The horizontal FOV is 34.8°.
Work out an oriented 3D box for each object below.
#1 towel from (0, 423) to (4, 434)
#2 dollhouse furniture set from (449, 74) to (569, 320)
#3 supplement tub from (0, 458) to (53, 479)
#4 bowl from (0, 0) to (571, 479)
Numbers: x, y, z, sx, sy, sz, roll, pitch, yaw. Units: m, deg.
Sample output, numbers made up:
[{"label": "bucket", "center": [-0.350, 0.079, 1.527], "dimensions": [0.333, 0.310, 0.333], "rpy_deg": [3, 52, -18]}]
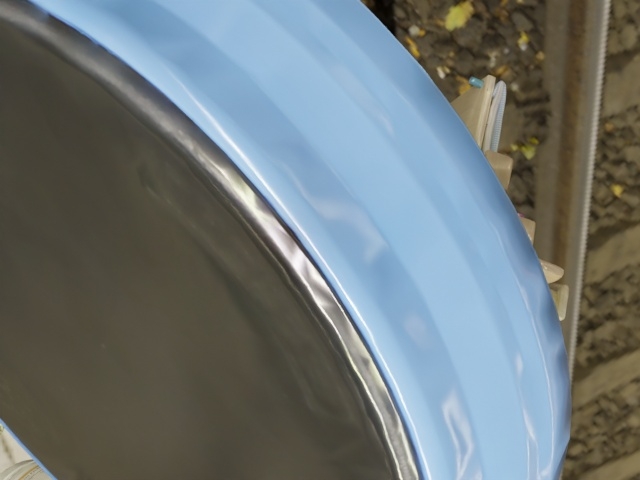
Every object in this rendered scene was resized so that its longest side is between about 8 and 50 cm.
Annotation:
[{"label": "towel", "center": [-0.478, 0.252, 1.336], "dimensions": [0.027, 0.110, 0.148], "rpy_deg": [10, 148, 26]}, {"label": "dollhouse furniture set", "center": [0.240, -0.067, 1.307], "dimensions": [0.198, 0.304, 0.286], "rpy_deg": [20, 159, -16]}, {"label": "supplement tub", "center": [-0.404, 0.483, 1.685], "dimensions": [0.228, 0.316, 0.229], "rpy_deg": [-1, 92, -45]}, {"label": "bowl", "center": [-0.079, 0.030, 0.471], "dimensions": [0.077, 0.391, 0.391], "rpy_deg": [-42, 143, -36]}]
